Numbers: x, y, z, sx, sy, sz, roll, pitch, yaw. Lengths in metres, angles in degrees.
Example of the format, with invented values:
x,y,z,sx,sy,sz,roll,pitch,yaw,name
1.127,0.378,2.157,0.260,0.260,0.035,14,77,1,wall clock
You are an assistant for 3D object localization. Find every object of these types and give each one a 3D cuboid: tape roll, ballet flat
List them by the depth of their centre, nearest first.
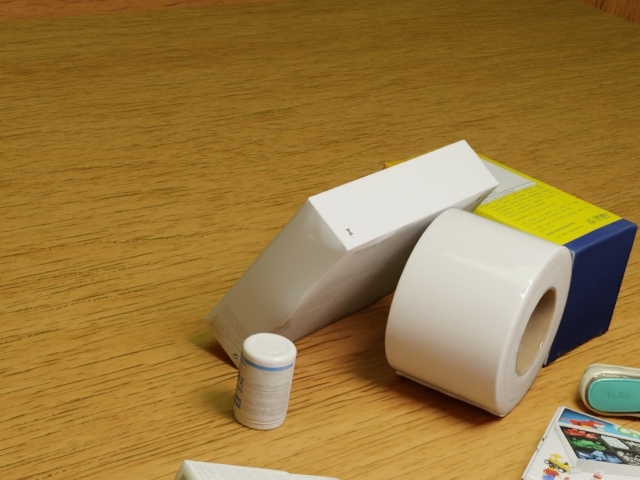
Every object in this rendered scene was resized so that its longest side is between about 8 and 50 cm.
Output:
x,y,z,sx,sy,sz,roll,pitch,yaw,name
0.219,0.095,1.865,0.169,0.246,0.246,20,27,23,tape roll
0.484,0.215,1.912,0.248,0.086,0.086,10,25,2,ballet flat

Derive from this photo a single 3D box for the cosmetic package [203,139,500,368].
x,y,z,sx,sy,sz,roll,pitch,yaw,name
0.049,0.014,1.922,0.377,0.284,0.097,-22,72,-50,cosmetic package

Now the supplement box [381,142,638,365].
x,y,z,sx,sy,sz,roll,pitch,yaw,name
0.272,0.012,2.119,0.356,0.195,0.194,28,30,33,supplement box

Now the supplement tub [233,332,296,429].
x,y,z,sx,sy,sz,roll,pitch,yaw,name
-0.071,0.179,1.742,0.071,0.107,0.071,8,24,-4,supplement tub

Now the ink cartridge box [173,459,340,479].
x,y,z,sx,sy,sz,roll,pitch,yaw,name
-0.036,0.325,1.537,0.224,0.056,0.181,15,18,-36,ink cartridge box

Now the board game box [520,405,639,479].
x,y,z,sx,sy,sz,roll,pitch,yaw,name
0.413,0.315,1.691,0.305,0.053,0.193,18,27,17,board game box
